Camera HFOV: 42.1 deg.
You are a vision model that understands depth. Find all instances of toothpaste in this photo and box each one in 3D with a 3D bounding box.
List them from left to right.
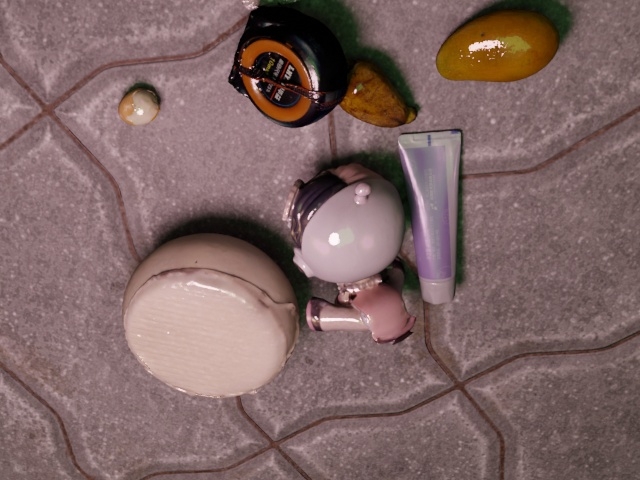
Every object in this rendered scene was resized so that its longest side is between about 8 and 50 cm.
[{"bbox_3d":[0.237,-0.045,1.726,0.125,0.080,0.371,-4,115,7],"label":"toothpaste"}]

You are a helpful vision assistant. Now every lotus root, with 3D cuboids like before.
[{"bbox_3d":[0.109,-0.269,1.592,0.191,0.094,0.108,33,147,-21],"label":"lotus root"}]

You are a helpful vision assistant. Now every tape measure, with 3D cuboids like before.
[{"bbox_3d":[-0.055,-0.314,1.524,0.223,0.135,0.202,40,137,10],"label":"tape measure"}]

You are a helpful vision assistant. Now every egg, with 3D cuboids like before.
[{"bbox_3d":[-0.360,-0.260,1.640,0.083,0.071,0.071,-25,116,21],"label":"egg"}]

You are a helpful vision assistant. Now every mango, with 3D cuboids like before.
[{"bbox_3d":[0.321,-0.352,1.527,0.228,0.099,0.136,-9,127,19],"label":"mango"}]

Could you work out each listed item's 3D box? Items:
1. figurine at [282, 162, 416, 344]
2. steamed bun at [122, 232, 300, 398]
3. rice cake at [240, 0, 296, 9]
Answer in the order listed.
[{"bbox_3d":[0.080,0.016,1.690,0.211,0.253,0.361,10,126,43],"label":"figurine"},{"bbox_3d":[-0.226,0.141,1.766,0.375,0.241,0.374,2,125,2],"label":"steamed bun"},{"bbox_3d":[-0.018,-0.463,1.507,0.270,0.055,0.049,-9,134,9],"label":"rice cake"}]
